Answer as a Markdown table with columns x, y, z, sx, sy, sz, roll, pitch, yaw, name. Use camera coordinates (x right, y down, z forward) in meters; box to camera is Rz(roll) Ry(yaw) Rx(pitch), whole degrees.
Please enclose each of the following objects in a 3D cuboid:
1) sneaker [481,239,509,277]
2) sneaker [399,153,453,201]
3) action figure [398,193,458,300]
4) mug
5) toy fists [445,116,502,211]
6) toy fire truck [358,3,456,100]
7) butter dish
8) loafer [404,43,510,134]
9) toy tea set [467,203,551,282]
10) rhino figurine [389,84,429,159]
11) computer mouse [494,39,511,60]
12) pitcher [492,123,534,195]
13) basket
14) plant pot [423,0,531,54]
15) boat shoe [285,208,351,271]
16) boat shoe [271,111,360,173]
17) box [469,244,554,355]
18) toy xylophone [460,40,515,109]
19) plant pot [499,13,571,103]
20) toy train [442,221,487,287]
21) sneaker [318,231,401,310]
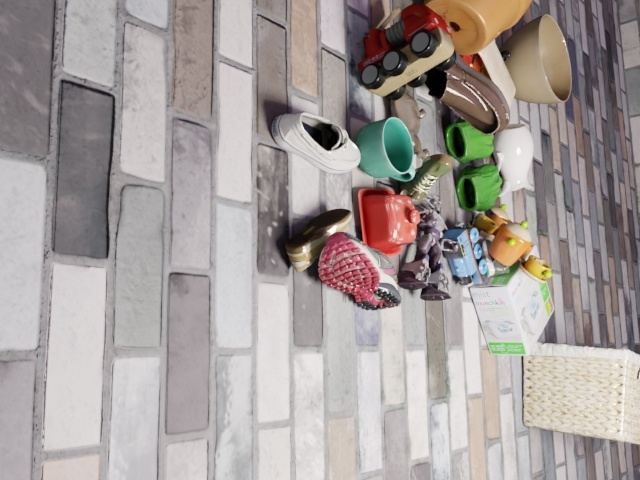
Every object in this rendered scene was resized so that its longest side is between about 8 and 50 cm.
| x | y | z | sx | sy | sz | roll | pitch | yaw | name |
| --- | --- | --- | --- | --- | --- | --- | --- | --- | --- |
| 0.504 | 0.053 | 1.883 | 0.166 | 0.076 | 0.065 | -79 | 164 | -58 | sneaker |
| 0.246 | -0.134 | 1.556 | 0.064 | 0.192 | 0.086 | 21 | 70 | -19 | sneaker |
| 0.278 | 0.006 | 1.634 | 0.185 | 0.099 | 0.285 | 36 | 54 | -35 | action figure |
| 0.143 | -0.196 | 1.504 | 0.129 | 0.097 | 0.158 | -32 | 108 | -49 | mug |
| 0.441 | -0.220 | 1.876 | 0.142 | 0.096 | 0.279 | -18 | 97 | -35 | toy fists |
| 0.193 | -0.483 | 1.545 | 0.158 | 0.217 | 0.247 | 10 | 61 | -50 | toy fire truck |
| 0.172 | -0.047 | 1.494 | 0.160 | 0.118 | 0.160 | -3 | 85 | -51 | butter dish |
| 0.346 | -0.401 | 1.742 | 0.366 | 0.134 | 0.130 | 41 | 64 | -9 | loafer |
| 0.537 | -0.027 | 1.840 | 0.200 | 0.124 | 0.336 | 22 | 22 | -23 | toy tea set |
| 0.212 | -0.323 | 1.633 | 0.106 | 0.073 | 0.244 | 2 | 80 | -54 | rhino figurine |
| 0.527 | -0.654 | 2.066 | 0.042 | 0.106 | 0.193 | -37 | 112 | -10 | computer mouse |
| 0.593 | -0.251 | 2.060 | 0.177 | 0.125 | 0.207 | -23 | 113 | -35 | pitcher |
| 0.838 | 0.479 | 2.057 | 0.328 | 0.331 | 0.267 | 24 | 71 | -46 | basket |
| 0.409 | -0.651 | 1.798 | 0.291 | 0.290 | 0.204 | 47 | 67 | -35 | plant pot |
| 0.000 | 0.000 | 1.329 | 0.190 | 0.068 | 0.072 | -35 | 123 | -38 | boat shoe |
| 0.014 | -0.200 | 1.357 | 0.258 | 0.084 | 0.095 | 8 | 76 | -50 | boat shoe |
| 0.567 | 0.172 | 1.934 | 0.262 | 0.126 | 0.231 | -38 | 114 | -46 | box |
| 0.508 | -0.495 | 2.018 | 0.323 | 0.081 | 0.236 | 59 | 44 | -25 | toy xylophone |
| 0.686 | -0.576 | 2.165 | 0.284 | 0.190 | 0.284 | 11 | 75 | -49 | plant pot |
| 0.389 | 0.044 | 1.780 | 0.105 | 0.080 | 0.184 | -36 | 114 | -39 | toy train |
| 0.079 | 0.053 | 1.365 | 0.299 | 0.120 | 0.112 | 47 | 36 | -57 | sneaker |
